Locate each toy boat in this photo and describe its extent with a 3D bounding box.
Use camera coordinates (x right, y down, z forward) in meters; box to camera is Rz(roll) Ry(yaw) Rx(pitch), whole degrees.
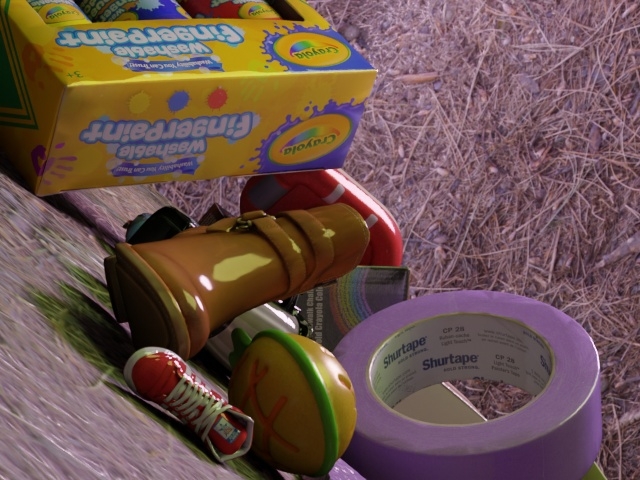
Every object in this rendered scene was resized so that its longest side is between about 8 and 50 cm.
[{"bbox_3d":[0.000,0.000,2.263,0.231,0.151,0.151,39,32,-18],"label":"toy boat"}]

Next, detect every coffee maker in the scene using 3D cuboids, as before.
[{"bbox_3d":[-0.122,0.059,1.732,0.178,0.120,0.171,41,-23,-32],"label":"coffee maker"}]

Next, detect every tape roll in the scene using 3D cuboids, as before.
[{"bbox_3d":[0.144,0.162,1.746,0.275,0.275,0.090,40,-35,50],"label":"tape roll"}]

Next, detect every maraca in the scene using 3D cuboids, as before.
[{"bbox_3d":[-0.033,0.132,1.449,0.186,0.099,0.127,13,-66,63],"label":"maraca"}]

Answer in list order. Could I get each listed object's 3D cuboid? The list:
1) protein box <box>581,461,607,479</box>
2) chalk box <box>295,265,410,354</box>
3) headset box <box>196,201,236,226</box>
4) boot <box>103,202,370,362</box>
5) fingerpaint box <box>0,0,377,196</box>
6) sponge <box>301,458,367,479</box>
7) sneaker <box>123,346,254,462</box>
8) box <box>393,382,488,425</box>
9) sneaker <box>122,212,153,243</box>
[{"bbox_3d":[0.263,0.320,1.840,0.199,0.136,0.201,55,1,0],"label":"protein box"},{"bbox_3d":[-0.008,0.096,1.952,0.213,0.132,0.132,2,-6,2],"label":"chalk box"},{"bbox_3d":[-0.086,0.067,2.362,0.218,0.110,0.293,40,1,-12],"label":"headset box"},{"bbox_3d":[-0.060,0.032,1.459,0.283,0.220,0.109,180,-102,-79],"label":"boot"},{"bbox_3d":[-0.218,-0.239,2.157,0.445,0.163,0.371,-6,41,-36],"label":"fingerpaint box"},{"bbox_3d":[0.037,0.234,1.481,0.117,0.031,0.210,40,1,-6],"label":"sponge"},{"bbox_3d":[-0.092,0.122,1.273,0.067,0.042,0.118,36,-4,43],"label":"sneaker"},{"bbox_3d":[0.116,0.226,2.253,0.149,0.127,0.232,40,0,-8],"label":"box"},{"bbox_3d":[-0.128,0.042,2.104,0.262,0.104,0.125,40,-1,-26],"label":"sneaker"}]
